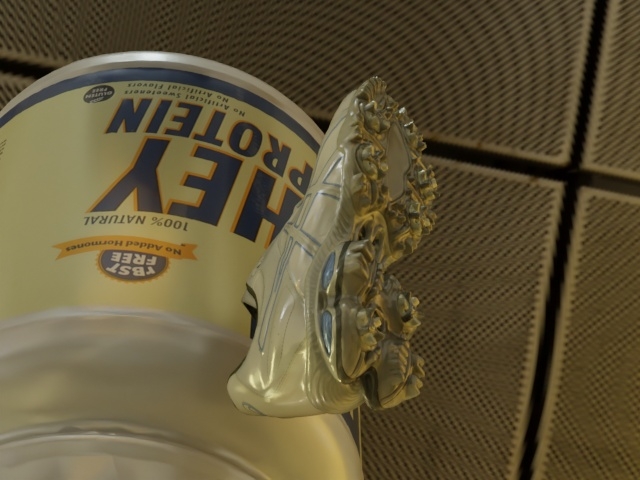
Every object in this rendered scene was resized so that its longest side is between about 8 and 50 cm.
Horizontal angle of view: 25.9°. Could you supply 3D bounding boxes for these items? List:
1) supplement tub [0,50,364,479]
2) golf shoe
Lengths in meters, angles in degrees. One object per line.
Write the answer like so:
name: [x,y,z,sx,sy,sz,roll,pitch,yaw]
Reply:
supplement tub: [-0.096,0.075,0.727,0.235,0.324,0.235,0,-51,0]
golf shoe: [0.000,0.000,0.595,0.086,0.176,0.069,-20,-54,29]
